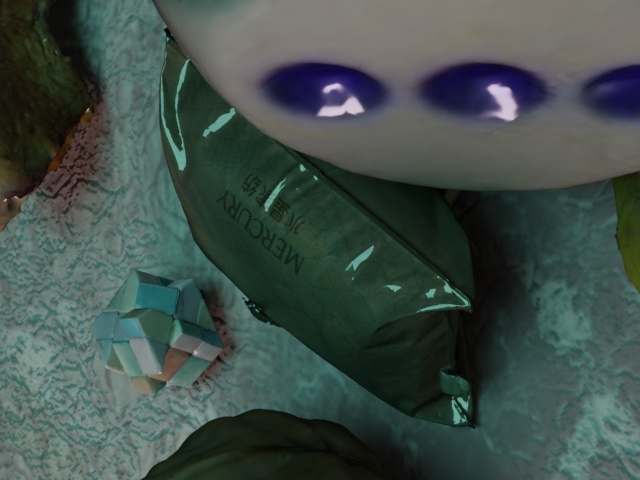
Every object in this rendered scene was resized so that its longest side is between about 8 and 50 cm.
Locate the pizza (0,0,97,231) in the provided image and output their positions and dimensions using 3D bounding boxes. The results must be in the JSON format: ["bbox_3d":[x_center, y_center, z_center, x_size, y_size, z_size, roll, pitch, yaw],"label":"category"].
[{"bbox_3d":[-0.257,-0.154,1.047,0.085,0.161,0.306,-24,71,55],"label":"pizza"}]

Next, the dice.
[{"bbox_3d":[0.075,-0.179,0.664,0.251,0.259,0.243,-22,60,49],"label":"dice"}]

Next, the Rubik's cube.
[{"bbox_3d":[-0.111,0.067,0.958,0.084,0.075,0.073,-63,36,33],"label":"Rubik's cube"}]

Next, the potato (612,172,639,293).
[{"bbox_3d":[0.202,-0.036,0.734,0.105,0.085,0.188,-17,73,32],"label":"potato"}]

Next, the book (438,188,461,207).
[{"bbox_3d":[0.078,-0.230,0.873,0.262,0.028,0.374,43,112,31],"label":"book"}]

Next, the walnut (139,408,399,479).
[{"bbox_3d":[-0.038,0.238,0.803,0.273,0.227,0.273,-6,79,36],"label":"walnut"}]

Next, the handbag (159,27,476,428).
[{"bbox_3d":[0.000,0.000,0.848,0.117,0.182,0.270,-40,61,-16],"label":"handbag"}]
